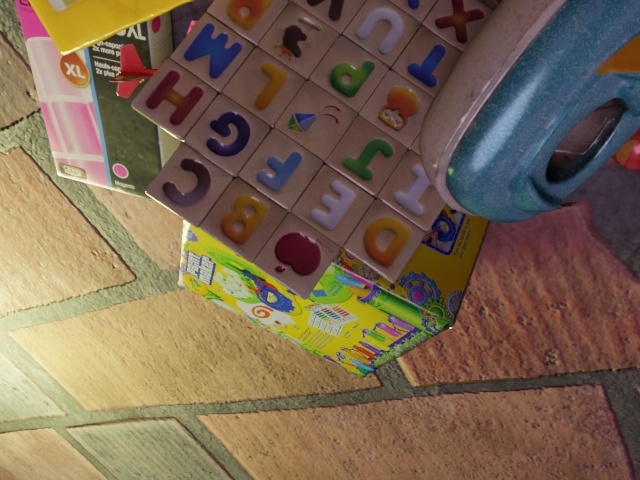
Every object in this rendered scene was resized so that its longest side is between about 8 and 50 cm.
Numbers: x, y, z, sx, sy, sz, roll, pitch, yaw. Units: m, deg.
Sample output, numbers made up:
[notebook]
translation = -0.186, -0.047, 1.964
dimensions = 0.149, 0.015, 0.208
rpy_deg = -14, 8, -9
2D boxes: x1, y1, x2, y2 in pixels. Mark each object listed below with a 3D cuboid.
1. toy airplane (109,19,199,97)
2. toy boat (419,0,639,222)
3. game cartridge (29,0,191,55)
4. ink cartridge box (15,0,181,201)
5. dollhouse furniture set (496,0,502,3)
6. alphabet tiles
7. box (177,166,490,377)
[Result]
[toy airplane]
translation = -0.176, -0.193, 0.739
dimensions = 0.028, 0.151, 0.151
rpy_deg = 55, 146, 34
[toy boat]
translation = 0.243, -0.107, 0.518
dimensions = 0.318, 0.148, 0.267
rpy_deg = 11, 123, -48
[game cartridge]
translation = -0.229, -0.351, 0.551
dimensions = 0.285, 0.052, 0.323
rpy_deg = -6, 124, 36
[ink cartridge box]
translation = -0.273, -0.222, 0.789
dimensions = 0.176, 0.069, 0.370
rpy_deg = 15, 131, 9
[dollhouse furniture set]
translation = 0.116, -0.360, 0.505
dimensions = 0.303, 0.198, 0.286
rpy_deg = 46, 114, 22
[alphabet tiles]
translation = 0.011, -0.132, 0.583
dimensions = 0.285, 0.342, 0.011
rpy_deg = 35, 168, -1
[box]
translation = 0.000, 0.000, 0.729
dimensions = 0.279, 0.177, 0.290
rpy_deg = 27, 155, -3
